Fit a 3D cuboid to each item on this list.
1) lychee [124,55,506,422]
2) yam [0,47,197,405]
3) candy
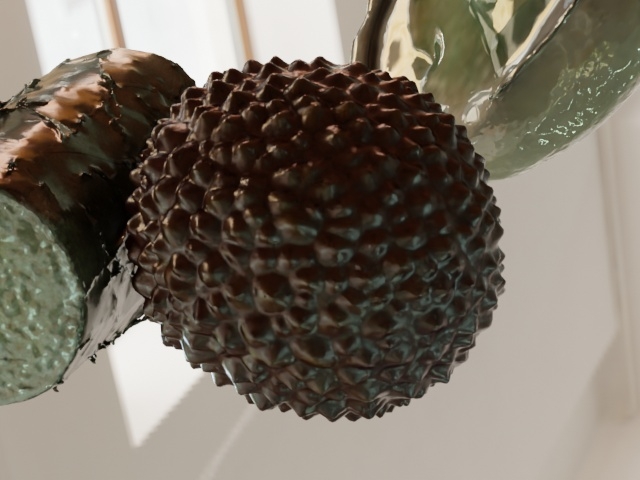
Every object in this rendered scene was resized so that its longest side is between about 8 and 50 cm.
[{"bbox_3d":[0.000,0.000,1.405,0.330,0.306,0.306,-2,-164,-35],"label":"lychee"},{"bbox_3d":[-0.233,-0.015,1.503,0.241,0.241,0.348,-2,-160,18],"label":"yam"},{"bbox_3d":[0.214,-0.239,1.875,0.427,0.186,0.386,-50,-140,10],"label":"candy"}]
